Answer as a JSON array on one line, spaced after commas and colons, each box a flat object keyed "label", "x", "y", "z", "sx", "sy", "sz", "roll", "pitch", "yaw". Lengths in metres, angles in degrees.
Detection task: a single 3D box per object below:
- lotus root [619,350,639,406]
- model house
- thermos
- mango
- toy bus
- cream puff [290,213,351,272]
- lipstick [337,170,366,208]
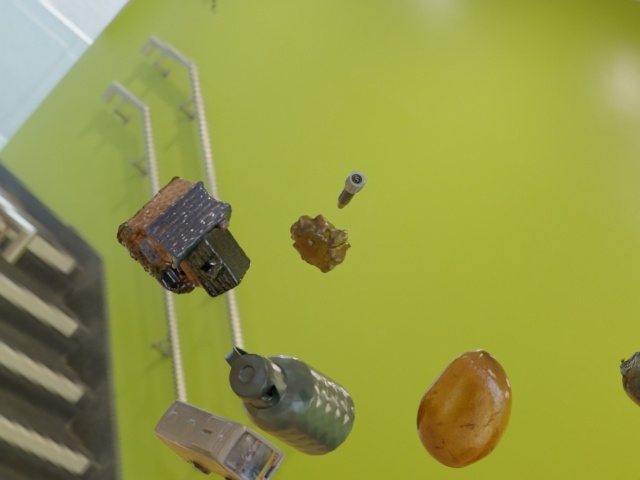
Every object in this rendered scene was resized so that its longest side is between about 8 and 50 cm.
[{"label": "lotus root", "x": 0.473, "y": 0.197, "z": 1.550, "sx": 0.165, "sy": 0.088, "sz": 0.088, "roll": 20, "pitch": -8, "yaw": 17}, {"label": "model house", "x": -0.219, "y": 0.008, "z": 2.049, "sx": 0.172, "sy": 0.166, "sz": 0.183, "roll": 13, "pitch": -37, "yaw": 53}, {"label": "thermos", "x": -0.068, "y": 0.266, "z": 2.061, "sx": 0.182, "sy": 0.145, "sz": 0.286, "roll": 40, "pitch": -2, "yaw": 37}, {"label": "mango", "x": 0.235, "y": 0.267, "z": 1.882, "sx": 0.145, "sy": 0.219, "sz": 0.112, "roll": 15, "pitch": 31, "yaw": 0}, {"label": "toy bus", "x": -0.164, "y": 0.321, "z": 1.853, "sx": 0.106, "sy": 0.092, "sz": 0.268, "roll": 44, "pitch": -19, "yaw": -26}, {"label": "cream puff", "x": 0.000, "y": 0.000, "z": 1.630, "sx": 0.058, "sy": 0.083, "sz": 0.083, "roll": -50, "pitch": 132, "yaw": -56}, {"label": "lipstick", "x": 0.054, "y": -0.092, "z": 2.233, "sx": 0.037, "sy": 0.037, "sz": 0.116, "roll": 40, "pitch": -28, "yaw": 3}]
